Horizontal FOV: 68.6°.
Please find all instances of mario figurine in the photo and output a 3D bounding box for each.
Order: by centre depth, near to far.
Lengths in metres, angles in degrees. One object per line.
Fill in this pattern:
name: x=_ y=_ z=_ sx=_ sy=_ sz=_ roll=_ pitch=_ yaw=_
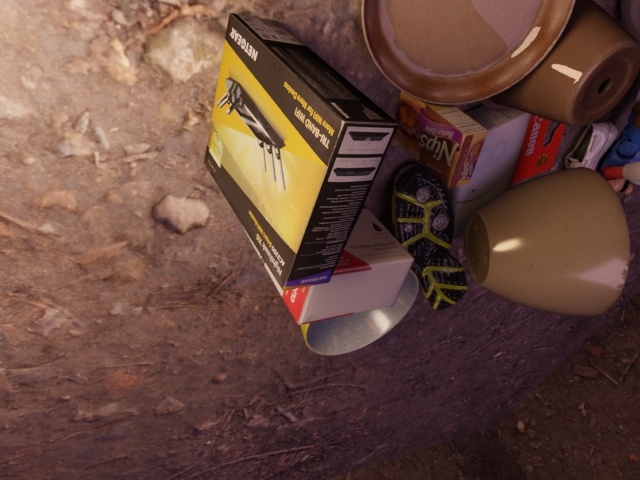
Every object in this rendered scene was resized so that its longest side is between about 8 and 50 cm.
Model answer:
mario figurine: x=0.832 y=-0.204 z=1.271 sx=0.198 sy=0.170 sz=0.320 roll=-21 pitch=146 yaw=-22

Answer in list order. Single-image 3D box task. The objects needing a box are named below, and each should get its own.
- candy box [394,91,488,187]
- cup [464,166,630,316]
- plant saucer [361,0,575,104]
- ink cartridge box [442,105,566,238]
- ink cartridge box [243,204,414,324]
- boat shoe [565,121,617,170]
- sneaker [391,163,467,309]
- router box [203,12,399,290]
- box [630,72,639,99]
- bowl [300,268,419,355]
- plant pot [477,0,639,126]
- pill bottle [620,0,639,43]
candy box: x=0.208 y=-0.193 z=0.848 sx=0.053 sy=0.187 sz=0.109 roll=-15 pitch=138 yaw=-21
cup: x=0.462 y=0.012 z=1.042 sx=0.237 sy=0.331 sz=0.331 roll=-4 pitch=137 yaw=-1
plant saucer: x=0.217 y=-0.360 z=0.709 sx=0.310 sy=0.050 sz=0.311 roll=2 pitch=132 yaw=3
ink cartridge box: x=0.451 y=-0.194 z=1.095 sx=0.385 sy=0.091 sz=0.308 roll=-23 pitch=140 yaw=-12
ink cartridge box: x=0.000 y=0.000 z=0.838 sx=0.197 sy=0.273 sz=0.114 roll=-6 pitch=130 yaw=-30
boat shoe: x=0.699 y=-0.218 z=1.267 sx=0.075 sy=0.083 sz=0.226 roll=5 pitch=125 yaw=-9
sneaker: x=0.230 y=-0.007 z=1.108 sx=0.145 sy=0.147 sz=0.385 roll=-24 pitch=122 yaw=-8
router box: x=-0.055 y=-0.127 z=0.637 sx=0.081 sy=0.309 sz=0.243 roll=-7 pitch=134 yaw=-34
box: x=0.888 y=-0.413 z=1.143 sx=0.186 sy=0.038 sz=0.145 roll=2 pitch=138 yaw=5
bowl: x=0.065 y=0.115 z=1.089 sx=0.289 sy=0.156 sz=0.289 roll=-19 pitch=140 yaw=-18
plant pot: x=0.412 y=-0.318 z=0.831 sx=0.263 sy=0.229 sz=0.263 roll=-20 pitch=140 yaw=-17
pill bottle: x=0.776 y=-0.524 z=0.907 sx=0.323 sy=0.181 sz=0.181 roll=-34 pitch=141 yaw=0
